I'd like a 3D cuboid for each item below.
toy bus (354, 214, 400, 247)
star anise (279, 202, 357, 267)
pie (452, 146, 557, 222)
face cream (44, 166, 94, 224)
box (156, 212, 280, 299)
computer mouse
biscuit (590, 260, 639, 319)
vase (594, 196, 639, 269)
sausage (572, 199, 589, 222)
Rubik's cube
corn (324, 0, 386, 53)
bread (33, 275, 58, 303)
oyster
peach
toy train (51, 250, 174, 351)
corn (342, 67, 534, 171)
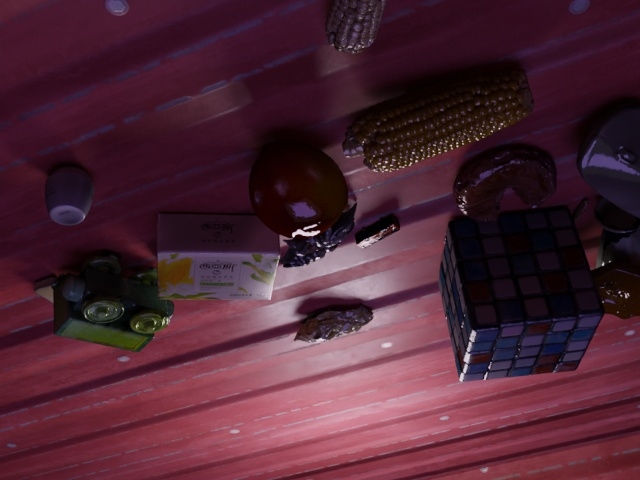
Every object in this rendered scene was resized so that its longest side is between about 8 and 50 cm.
[{"bbox_3d":[0.128,-0.019,1.721,0.110,0.031,0.043,-28,142,30],"label":"toy bus"},{"bbox_3d":[0.000,0.000,1.671,0.204,0.061,0.181,-30,159,-10],"label":"star anise"},{"bbox_3d":[0.383,-0.114,1.605,0.218,0.054,0.204,-25,142,24],"label":"pie"},{"bbox_3d":[-0.480,-0.085,1.467,0.091,0.095,0.091,-5,146,-3],"label":"face cream"},{"bbox_3d":[-0.227,0.039,1.678,0.260,0.111,0.195,2,145,-9],"label":"box"},{"bbox_3d":[0.652,-0.146,1.529,0.330,0.095,0.197,21,113,-30],"label":"computer mouse"},{"bbox_3d":[0.700,0.121,1.765,0.215,0.034,0.182,31,146,-19],"label":"biscuit"},{"bbox_3d":[0.714,0.037,1.800,0.165,0.165,0.360,-16,139,13],"label":"vase"},{"bbox_3d":[0.587,-0.062,1.748,0.015,0.015,0.100,0,145,-9],"label":"sausage"},{"bbox_3d":[0.441,0.128,1.758,0.286,0.293,0.292,-7,144,0],"label":"Rubik's cube"},{"bbox_3d":[0.062,-0.375,1.150,0.086,0.087,0.211,2,142,-12],"label":"corn"},{"bbox_3d":[-0.606,0.133,1.821,0.068,0.028,0.154,-17,145,15],"label":"bread"},{"bbox_3d":[0.040,0.227,2.028,0.208,0.072,0.133,0,148,-12],"label":"oyster"},{"bbox_3d":[-0.049,-0.099,1.451,0.197,0.198,0.197,-4,145,-3],"label":"peach"},{"bbox_3d":[-0.469,0.147,1.744,0.271,0.159,0.188,21,130,-40],"label":"toy train"},{"bbox_3d":[0.206,-0.213,1.369,0.346,0.130,0.130,-16,145,7],"label":"corn"}]
